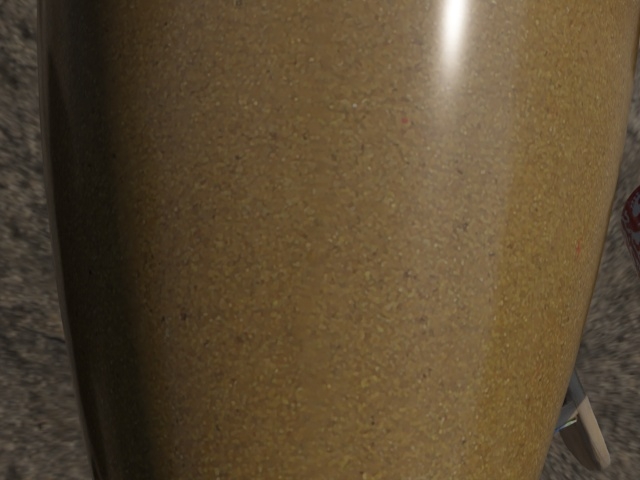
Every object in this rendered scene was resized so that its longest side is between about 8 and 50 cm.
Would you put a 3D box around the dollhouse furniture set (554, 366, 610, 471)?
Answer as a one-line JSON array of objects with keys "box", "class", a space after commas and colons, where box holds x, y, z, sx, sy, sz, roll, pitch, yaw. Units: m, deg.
[{"box": [0.047, 0.239, 1.333, 0.362, 0.394, 0.256, -30, 115, -11], "class": "dollhouse furniture set"}]

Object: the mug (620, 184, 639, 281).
[{"box": [0.324, 0.012, 1.067, 0.150, 0.169, 0.113, -30, 116, 12], "class": "mug"}]

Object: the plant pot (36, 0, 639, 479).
[{"box": [0.000, 0.000, 0.467, 0.237, 0.237, 0.254, 1, 64, 7], "class": "plant pot"}]
